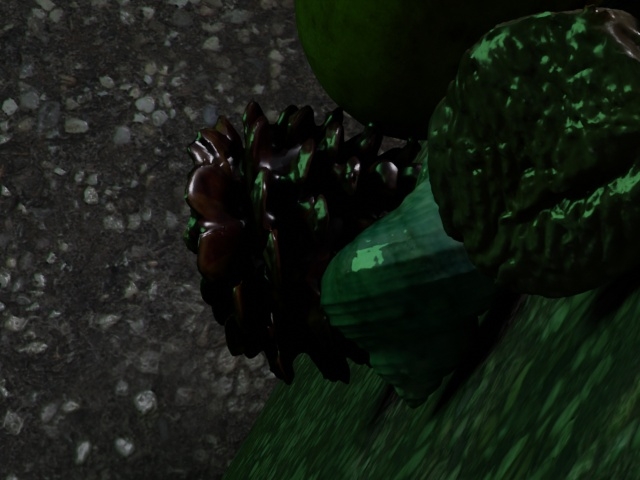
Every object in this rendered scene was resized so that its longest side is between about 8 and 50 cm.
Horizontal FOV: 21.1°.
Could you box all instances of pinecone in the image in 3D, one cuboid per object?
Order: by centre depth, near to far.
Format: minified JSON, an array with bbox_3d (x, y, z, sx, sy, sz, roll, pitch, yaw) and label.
[{"bbox_3d":[0.004,-0.002,1.751,0.242,0.295,0.298,113,158,-69],"label":"pinecone"}]

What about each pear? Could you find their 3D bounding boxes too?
[{"bbox_3d":[0.140,-0.280,1.828,0.352,0.352,0.413,-59,-7,-23],"label":"pear"}]

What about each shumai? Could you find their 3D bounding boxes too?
[{"bbox_3d":[0.178,-0.067,1.082,0.175,0.166,0.206,-24,-8,-41],"label":"shumai"}]

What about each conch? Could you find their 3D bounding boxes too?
[{"bbox_3d":[0.094,0.033,1.423,0.196,0.134,0.202,5,-59,-46],"label":"conch"}]

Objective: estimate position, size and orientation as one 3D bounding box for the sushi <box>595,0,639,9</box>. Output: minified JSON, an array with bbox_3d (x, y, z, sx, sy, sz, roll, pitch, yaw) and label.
[{"bbox_3d":[0.255,-0.215,1.122,0.192,0.051,0.215,-25,-2,-10],"label":"sushi"}]
